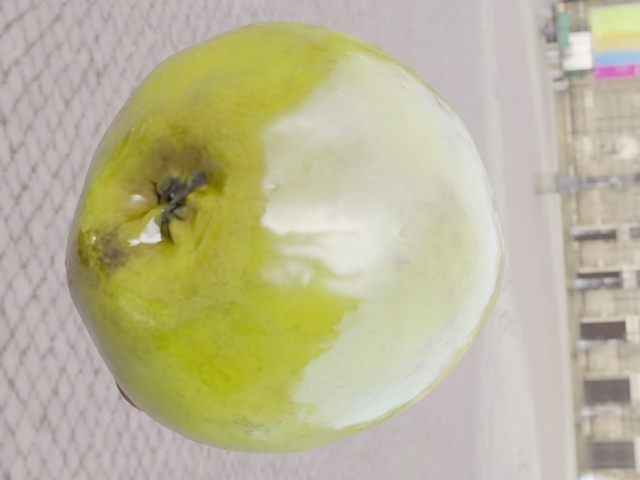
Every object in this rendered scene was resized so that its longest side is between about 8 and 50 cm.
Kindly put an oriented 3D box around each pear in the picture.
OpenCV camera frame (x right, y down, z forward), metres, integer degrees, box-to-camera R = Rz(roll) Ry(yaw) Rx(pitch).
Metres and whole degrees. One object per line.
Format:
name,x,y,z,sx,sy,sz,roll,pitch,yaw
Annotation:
pear,0.000,0.000,0.847,0.375,0.287,0.287,8,78,-49
